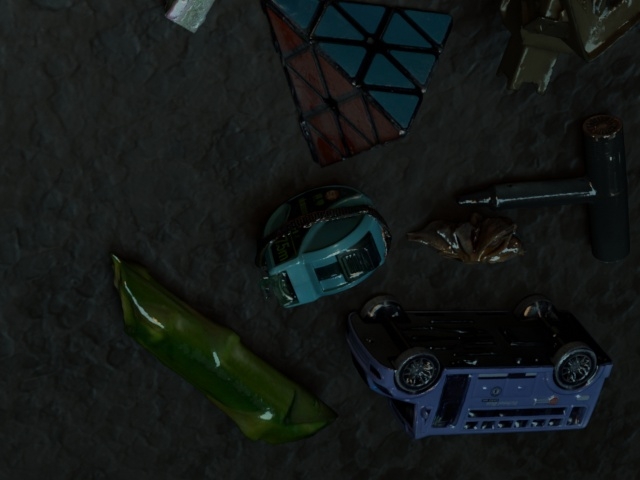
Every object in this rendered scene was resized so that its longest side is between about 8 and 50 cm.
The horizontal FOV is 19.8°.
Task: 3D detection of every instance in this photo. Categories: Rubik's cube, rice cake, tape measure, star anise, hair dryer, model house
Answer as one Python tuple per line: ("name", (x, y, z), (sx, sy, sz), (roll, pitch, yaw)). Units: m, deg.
("Rubik's cube", (0.061, -0.170, 1.880), (0.178, 0.211, 0.190), (-33, 161, -25))
("rice cake", (-0.086, -0.296, 1.752), (0.043, 0.034, 0.211), (21, 109, -33))
("tape measure", (0.000, 0.000, 1.904), (0.146, 0.125, 0.081), (-18, 122, 5))
("star anise", (0.157, -0.002, 1.993), (0.129, 0.056, 0.124), (-1, 168, 16))
("hair dryer", (0.248, -0.036, 2.030), (0.195, 0.050, 0.173), (-16, 123, -6))
("model house", (0.210, -0.262, 1.779), (0.204, 0.211, 0.243), (6, 117, -22))

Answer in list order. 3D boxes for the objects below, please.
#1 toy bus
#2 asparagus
("toy bus", (0.168, 0.146, 2.055), (0.292, 0.125, 0.133), (0, 119, -23))
("asparagus", (-0.117, 0.126, 1.963), (0.085, 0.082, 0.343), (-45, 123, 13))
